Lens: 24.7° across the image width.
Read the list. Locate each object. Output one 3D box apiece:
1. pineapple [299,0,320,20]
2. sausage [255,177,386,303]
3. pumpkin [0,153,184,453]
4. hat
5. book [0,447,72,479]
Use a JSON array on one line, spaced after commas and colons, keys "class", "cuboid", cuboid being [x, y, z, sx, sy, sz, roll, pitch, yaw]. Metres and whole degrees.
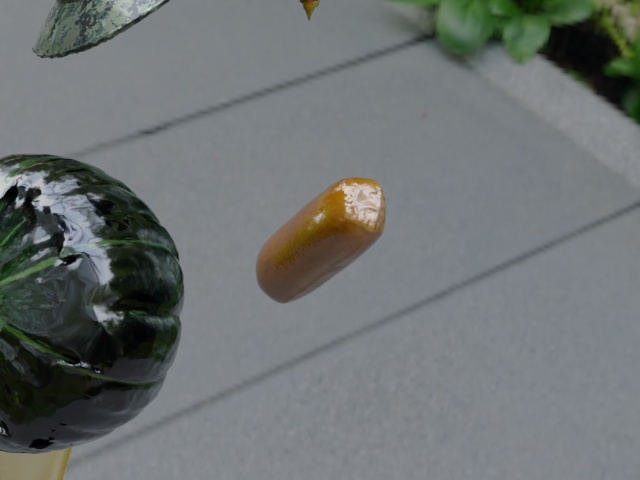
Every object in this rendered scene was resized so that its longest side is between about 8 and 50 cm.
[{"class": "pineapple", "cuboid": [-0.013, -0.371, 1.432, 0.164, 0.140, 0.250, 30, 59, 3]}, {"class": "sausage", "cuboid": [0.000, 0.001, 1.968, 0.105, 0.274, 0.105, 14, 61, -25]}, {"class": "pumpkin", "cuboid": [-0.256, 0.070, 1.466, 0.295, 0.296, 0.296, 4, 39, -4]}, {"class": "hat", "cuboid": [-0.283, -0.356, 1.880, 0.265, 0.128, 0.265, -20, 26, 10]}, {"class": "book", "cuboid": [-0.411, 0.165, 1.795, 0.269, 0.032, 0.389, 20, 75, -24]}]
